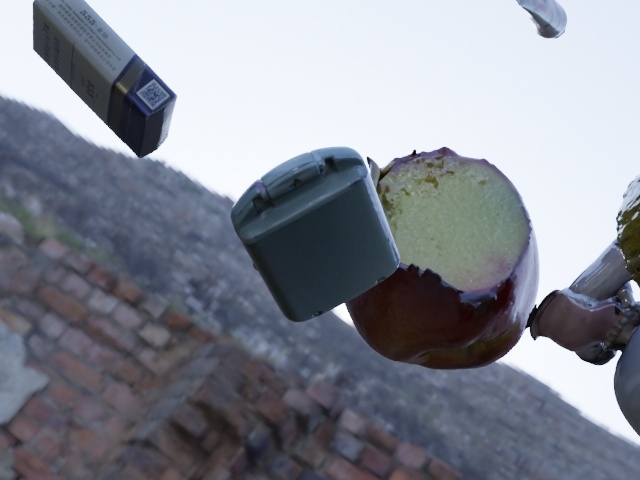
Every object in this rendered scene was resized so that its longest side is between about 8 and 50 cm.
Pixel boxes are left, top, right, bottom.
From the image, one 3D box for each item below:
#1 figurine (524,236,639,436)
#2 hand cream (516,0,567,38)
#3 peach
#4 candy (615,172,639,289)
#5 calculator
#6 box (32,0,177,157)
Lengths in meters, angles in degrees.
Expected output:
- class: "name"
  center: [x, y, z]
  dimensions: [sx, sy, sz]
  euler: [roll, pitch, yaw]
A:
- class: "figurine"
  center: [0.507, 0.187, 1.883]
  dimensions: [0.361, 0.211, 0.253]
  euler: [38, -31, 27]
- class: "hand cream"
  center: [0.285, -0.319, 1.671]
  dimensions: [0.050, 0.080, 0.234]
  euler: [-15, -13, 21]
- class: "peach"
  center: [0.195, 0.051, 2.118]
  dimensions: [0.406, 0.335, 0.310]
  euler: [-108, -164, -45]
- class: "candy"
  center: [0.452, 0.009, 1.408]
  dimensions: [0.260, 0.260, 0.118]
  euler: [42, -44, -6]
- class: "calculator"
  center: [0.000, 0.000, 1.236]
  dimensions: [0.045, 0.141, 0.246]
  euler: [60, -2, 34]
- class: "box"
  center: [-0.336, -0.260, 1.935]
  dimensions: [0.259, 0.071, 0.168]
  euler: [45, -23, 5]
